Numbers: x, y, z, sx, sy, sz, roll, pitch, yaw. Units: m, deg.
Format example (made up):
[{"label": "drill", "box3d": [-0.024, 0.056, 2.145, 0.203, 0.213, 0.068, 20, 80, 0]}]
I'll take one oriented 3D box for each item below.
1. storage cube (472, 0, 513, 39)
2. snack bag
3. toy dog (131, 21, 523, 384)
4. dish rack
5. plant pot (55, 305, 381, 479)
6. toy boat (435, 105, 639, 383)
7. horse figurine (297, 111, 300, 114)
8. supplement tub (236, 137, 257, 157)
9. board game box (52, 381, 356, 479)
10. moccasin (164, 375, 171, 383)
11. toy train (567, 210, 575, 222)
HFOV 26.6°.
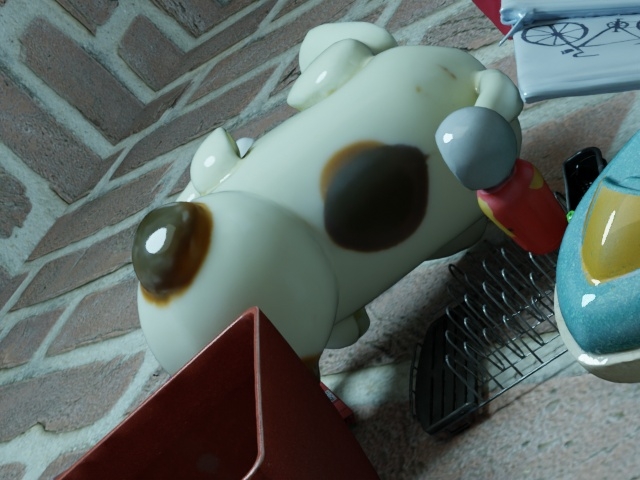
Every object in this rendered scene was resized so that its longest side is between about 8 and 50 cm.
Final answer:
[{"label": "storage cube", "box3d": [0.283, -0.420, 1.799, 0.184, 0.193, 0.215, -19, 34, 54]}, {"label": "snack bag", "box3d": [0.330, -0.229, 1.296, 0.323, 0.037, 0.342, -6, 31, 10]}, {"label": "toy dog", "box3d": [0.000, 0.000, 1.326, 0.408, 0.284, 0.395, -41, 22, -26]}, {"label": "dish rack", "box3d": [0.176, 0.055, 1.251, 0.271, 0.074, 0.208, -38, 20, 25]}, {"label": "plant pot", "box3d": [-0.064, 0.264, 1.086, 0.267, 0.236, 0.267, -41, 18, 13]}, {"label": "toy boat", "box3d": [0.218, -0.031, 0.999, 0.267, 0.148, 0.318, -53, 32, -17]}, {"label": "horse figurine", "box3d": [-0.026, -0.129, 1.796, 0.263, 0.066, 0.174, -47, 13, -9]}, {"label": "supplement tub", "box3d": [-0.029, -0.025, 1.603, 0.144, 0.200, 0.144, -159, 90, -85]}, {"label": "board game box", "box3d": [-0.118, 0.216, 1.380, 0.281, 0.027, 0.145, -32, 45, -20]}, {"label": "moccasin", "box3d": [-0.111, 0.185, 1.530, 0.342, 0.117, 0.138, -53, 14, -30]}, {"label": "toy train", "box3d": [0.227, -0.013, 1.145, 0.083, 0.017, 0.023, -3, 56, 61]}]
